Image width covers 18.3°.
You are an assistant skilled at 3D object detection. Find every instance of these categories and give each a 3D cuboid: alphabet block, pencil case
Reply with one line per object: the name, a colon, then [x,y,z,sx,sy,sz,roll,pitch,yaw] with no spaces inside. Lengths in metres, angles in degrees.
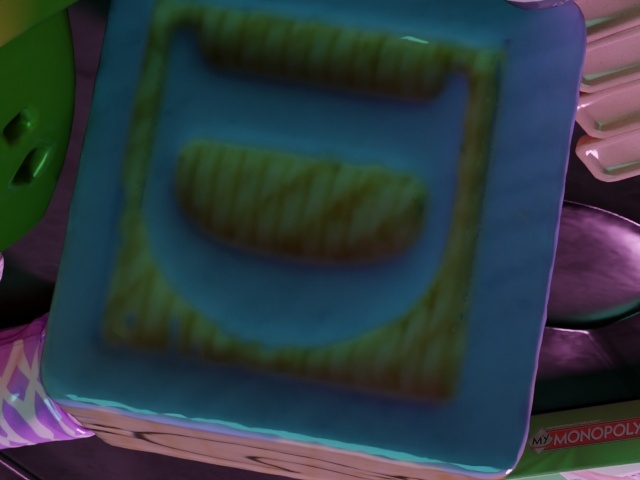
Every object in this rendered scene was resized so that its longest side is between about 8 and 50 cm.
alphabet block: [0.000,0.000,0.845,0.192,0.193,0.197,11,169,4]
pencil case: [-0.223,0.088,1.245,0.206,0.086,0.088,-9,120,28]

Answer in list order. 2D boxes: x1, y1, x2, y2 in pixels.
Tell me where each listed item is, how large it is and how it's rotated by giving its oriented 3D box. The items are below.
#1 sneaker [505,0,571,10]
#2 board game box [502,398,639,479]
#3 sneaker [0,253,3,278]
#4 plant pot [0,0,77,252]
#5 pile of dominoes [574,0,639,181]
sneaker: [0.175,-0.133,0.672,0.122,0.110,0.283,31,142,-32]
board game box: [0.232,0.167,1.291,0.317,0.046,0.213,-12,145,34]
sneaker: [-0.274,-0.032,1.042,0.258,0.094,0.091,11,111,24]
plant pot: [-0.219,-0.087,0.707,0.227,0.228,0.207,47,141,7]
pile of dominoes: [0.186,-0.116,0.817,0.196,0.040,0.251,-1,142,19]
